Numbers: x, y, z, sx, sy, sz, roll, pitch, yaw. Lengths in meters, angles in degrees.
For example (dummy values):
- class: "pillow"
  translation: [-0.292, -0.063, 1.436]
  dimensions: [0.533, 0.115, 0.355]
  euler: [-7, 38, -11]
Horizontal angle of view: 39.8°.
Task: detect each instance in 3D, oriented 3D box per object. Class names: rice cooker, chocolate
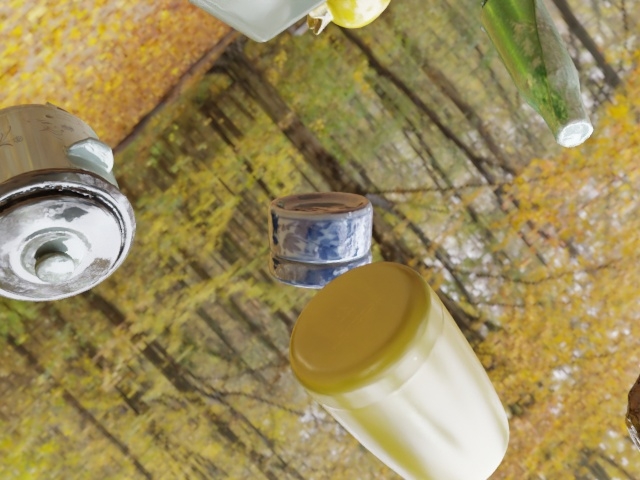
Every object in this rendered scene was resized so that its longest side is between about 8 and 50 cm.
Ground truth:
- class: "rice cooker"
  translation: [-0.435, -0.053, 1.382]
  dimensions: [0.316, 0.264, 0.317]
  euler: [-19, -124, 31]
- class: "chocolate"
  translation: [0.333, -0.265, 1.342]
  dimensions: [0.110, 0.110, 0.291]
  euler: [-37, -131, 28]

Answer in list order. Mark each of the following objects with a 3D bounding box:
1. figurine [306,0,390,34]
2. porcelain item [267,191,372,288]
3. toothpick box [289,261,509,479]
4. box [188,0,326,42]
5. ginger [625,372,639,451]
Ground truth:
- class: "figurine"
  translation: [0.072, -0.374, 1.144]
  dimensions: [0.234, 0.127, 0.185]
  euler: [-17, 154, -5]
- class: "porcelain item"
  translation: [0.000, 0.000, 1.230]
  dimensions: [0.147, 0.114, 0.147]
  euler: [0, -165, 0]
- class: "toothpick box"
  translation: [0.103, 0.169, 1.003]
  dimensions: [0.175, 0.271, 0.175]
  euler: [-26, -146, 20]
- class: "box"
  translation: [-0.069, -0.362, 0.713]
  dimensions: [0.351, 0.343, 0.178]
  euler: [-24, -125, 38]
- class: "ginger"
  translation: [0.588, 0.306, 1.329]
  dimensions: [0.200, 0.269, 0.223]
  euler: [-29, 152, 10]
